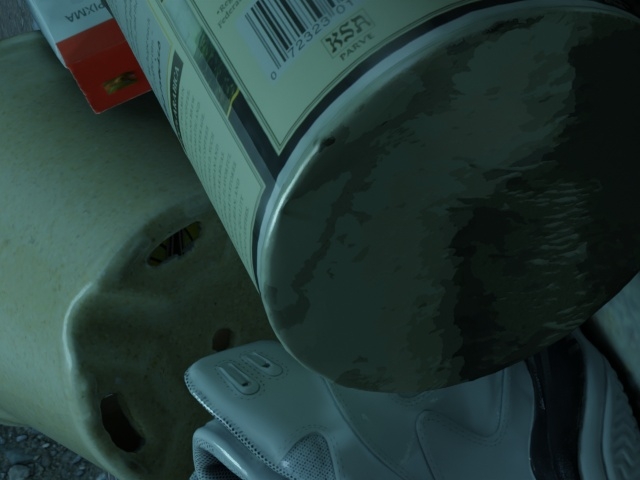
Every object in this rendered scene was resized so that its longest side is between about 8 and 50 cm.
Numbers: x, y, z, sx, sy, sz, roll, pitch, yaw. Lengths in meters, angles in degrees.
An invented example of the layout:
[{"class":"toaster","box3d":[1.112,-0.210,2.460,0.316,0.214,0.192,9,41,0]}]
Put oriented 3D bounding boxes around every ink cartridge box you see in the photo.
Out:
[{"class":"ink cartridge box","box3d":[-0.121,-0.199,1.052,0.232,0.189,0.066,50,164,56]}]

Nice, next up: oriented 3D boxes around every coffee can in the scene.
[{"class":"coffee can","box3d":[0.018,-0.095,0.665,0.201,0.202,0.275,92,157,-44]}]

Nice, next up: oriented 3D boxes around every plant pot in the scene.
[{"class":"plant pot","box3d":[-0.132,0.029,1.031,0.305,0.334,0.333,25,128,55]}]

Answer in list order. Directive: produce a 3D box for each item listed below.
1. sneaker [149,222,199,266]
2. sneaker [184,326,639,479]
[{"class":"sneaker","box3d":[-0.147,0.038,1.283,0.145,0.147,0.384,49,170,47]},{"class":"sneaker","box3d":[0.011,0.040,0.787,0.137,0.210,0.365,96,154,-49]}]
